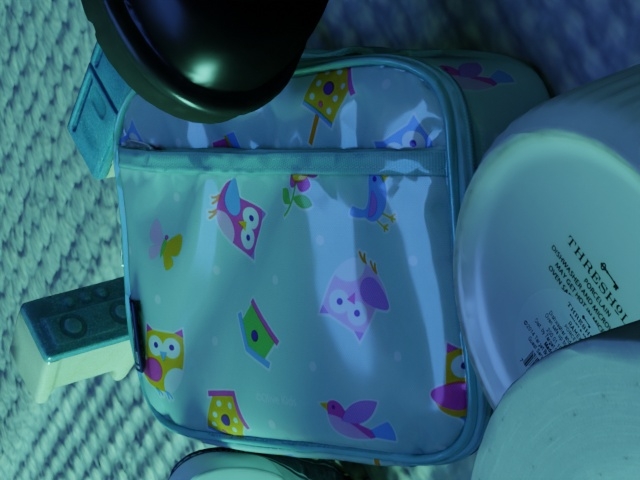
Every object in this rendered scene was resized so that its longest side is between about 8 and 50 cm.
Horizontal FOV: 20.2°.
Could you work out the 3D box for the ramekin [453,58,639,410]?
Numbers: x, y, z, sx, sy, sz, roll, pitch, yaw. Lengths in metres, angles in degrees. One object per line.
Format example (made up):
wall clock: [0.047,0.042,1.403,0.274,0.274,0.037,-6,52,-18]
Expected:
ramekin: [0.150,0.021,0.781,0.207,0.109,0.207,27,124,49]

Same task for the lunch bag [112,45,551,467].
lunch bag: [0.000,0.000,0.966,0.279,0.108,0.224,2,101,44]

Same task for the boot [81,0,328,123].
boot: [0.004,-0.240,0.806,0.260,0.131,0.348,-13,69,58]

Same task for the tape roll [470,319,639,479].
tape roll: [0.146,0.130,0.619,0.219,0.072,0.219,29,126,49]

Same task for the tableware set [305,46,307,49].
tableware set: [-0.019,-0.060,1.076,0.194,0.039,0.128,56,131,18]

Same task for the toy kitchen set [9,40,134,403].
toy kitchen set: [-0.144,-0.026,1.157,0.207,0.166,0.122,59,144,24]

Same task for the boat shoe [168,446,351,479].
boat shoe: [-0.041,0.142,1.068,0.065,0.183,0.083,-49,51,12]
